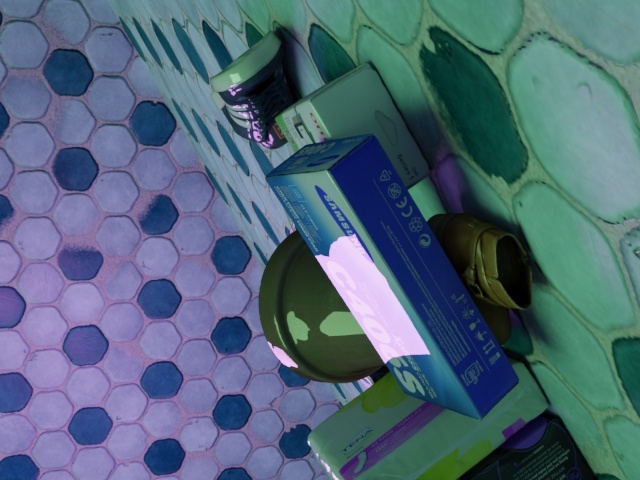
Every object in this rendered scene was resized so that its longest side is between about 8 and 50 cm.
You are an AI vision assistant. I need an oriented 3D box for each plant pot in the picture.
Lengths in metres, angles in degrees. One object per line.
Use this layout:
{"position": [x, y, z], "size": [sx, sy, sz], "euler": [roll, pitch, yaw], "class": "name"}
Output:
{"position": [0.069, 0.096, 1.247], "size": [0.229, 0.263, 0.263], "euler": [-2, 121, 59], "class": "plant pot"}

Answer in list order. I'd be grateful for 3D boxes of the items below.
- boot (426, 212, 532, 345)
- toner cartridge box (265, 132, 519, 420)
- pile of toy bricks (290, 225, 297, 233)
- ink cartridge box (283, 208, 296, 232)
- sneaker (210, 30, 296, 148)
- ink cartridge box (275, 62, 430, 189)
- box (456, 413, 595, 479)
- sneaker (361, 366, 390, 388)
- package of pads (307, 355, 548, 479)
{"position": [0.198, 0.060, 0.943], "size": [0.197, 0.073, 0.152], "euler": [58, 166, -19], "class": "boot"}
{"position": [0.083, 0.045, 0.969], "size": [0.348, 0.075, 0.165], "euler": [57, 157, -16], "class": "toner cartridge box"}
{"position": [0.000, 0.000, 1.674], "size": [0.105, 0.118, 0.212], "euler": [17, 148, 7], "class": "pile of toy bricks"}
{"position": [0.025, -0.004, 1.505], "size": [0.209, 0.062, 0.109], "euler": [34, 155, 45], "class": "ink cartridge box"}
{"position": [-0.087, -0.225, 1.323], "size": [0.148, 0.131, 0.350], "euler": [52, 176, -6], "class": "sneaker"}
{"position": [0.035, -0.128, 1.078], "size": [0.160, 0.092, 0.219], "euler": [58, 170, -9], "class": "ink cartridge box"}
{"position": [0.304, 0.390, 1.150], "size": [0.270, 0.165, 0.143], "euler": [59, 169, -3], "class": "box"}
{"position": [0.110, 0.257, 1.514], "size": [0.211, 0.080, 0.081], "euler": [-130, 19, -58], "class": "sneaker"}
{"position": [0.138, 0.259, 1.169], "size": [0.101, 0.296, 0.229], "euler": [58, 170, -13], "class": "package of pads"}
